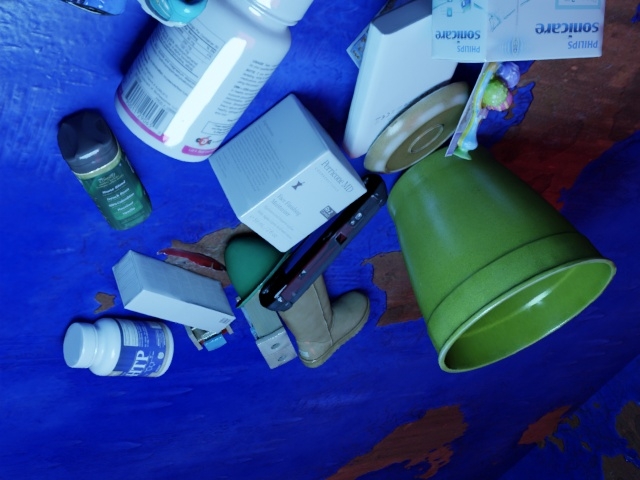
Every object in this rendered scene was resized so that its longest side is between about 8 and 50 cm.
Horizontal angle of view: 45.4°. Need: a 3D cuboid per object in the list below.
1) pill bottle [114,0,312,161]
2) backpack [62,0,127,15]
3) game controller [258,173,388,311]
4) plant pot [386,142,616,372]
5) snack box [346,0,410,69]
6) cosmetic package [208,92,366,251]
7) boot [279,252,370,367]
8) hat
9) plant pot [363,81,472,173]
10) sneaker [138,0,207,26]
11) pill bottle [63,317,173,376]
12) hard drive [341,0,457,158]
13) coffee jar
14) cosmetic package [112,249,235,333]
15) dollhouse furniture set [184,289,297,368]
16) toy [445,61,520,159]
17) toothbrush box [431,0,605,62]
[{"bbox_3d":[-0.140,-0.257,1.025,0.160,0.160,0.283,14,127,-44],"label":"pill bottle"},{"bbox_3d":[-0.276,-0.325,0.902,0.120,0.098,0.101,14,123,-43],"label":"backpack"},{"bbox_3d":[0.000,0.000,1.419,0.067,0.166,0.319,43,90,-18],"label":"game controller"},{"bbox_3d":[0.308,0.011,1.490,0.367,0.352,0.366,-22,151,-13],"label":"plant pot"},{"bbox_3d":[0.115,-0.340,1.181,0.022,0.064,0.178,18,125,-45],"label":"snack box"},{"bbox_3d":[-0.054,-0.110,1.276,0.184,0.151,0.151,-36,146,10],"label":"cosmetic package"},{"bbox_3d":[0.006,0.118,1.649,0.236,0.089,0.269,-49,139,-31],"label":"boot"},{"bbox_3d":[-0.171,0.012,1.460,0.173,0.184,0.208,-50,-175,-1],"label":"hat"},{"bbox_3d":[0.182,-0.192,1.370,0.236,0.032,0.236,-33,165,-10],"label":"plant pot"},{"bbox_3d":[-0.145,-0.380,0.855,0.107,0.110,0.275,-3,107,-27],"label":"sneaker"},{"bbox_3d":[-0.391,0.207,1.479,0.187,0.112,0.112,11,129,-42],"label":"pill bottle"},{"bbox_3d":[0.142,-0.269,1.224,0.203,0.040,0.307,-30,159,-20],"label":"hard drive"},{"bbox_3d":[-0.323,-0.103,1.149,0.079,0.096,0.184,-27,146,-7],"label":"coffee jar"},{"bbox_3d":[-0.273,0.101,1.442,0.060,0.098,0.239,-40,143,20],"label":"cosmetic package"},{"bbox_3d":[-0.167,0.212,1.623,0.184,0.129,0.129,-26,145,-6],"label":"dollhouse furniture set"},{"bbox_3d":[0.303,-0.249,1.340,0.137,0.056,0.237,-19,138,-62],"label":"toy"},{"bbox_3d":[0.275,-0.398,1.050,0.217,0.126,0.295,-8,108,-27],"label":"toothbrush box"}]
